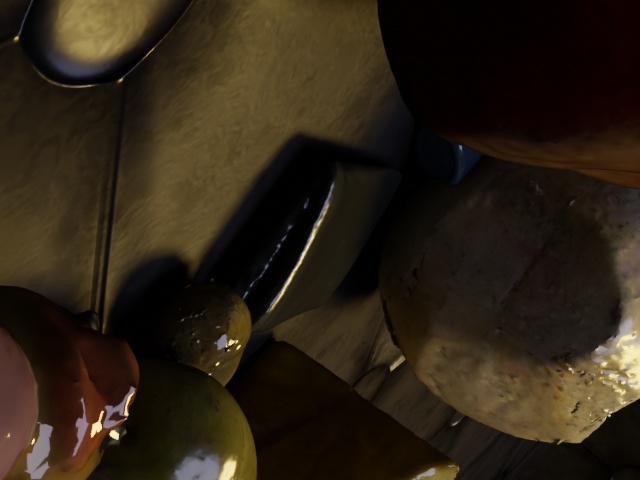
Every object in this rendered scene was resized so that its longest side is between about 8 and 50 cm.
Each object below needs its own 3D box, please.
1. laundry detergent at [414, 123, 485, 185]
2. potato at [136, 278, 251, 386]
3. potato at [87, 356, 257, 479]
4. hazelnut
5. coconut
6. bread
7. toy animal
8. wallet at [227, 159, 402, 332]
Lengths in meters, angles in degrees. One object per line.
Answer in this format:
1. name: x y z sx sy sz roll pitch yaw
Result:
1. laundry detergent: 0.178 -0.146 1.344 0.206 0.061 0.096 -43 152 -22
2. potato: -0.103 0.084 1.115 0.092 0.070 0.138 -17 156 -29
3. potato: -0.145 0.177 1.058 0.228 0.197 0.148 77 21 -55
4. hazelnut: 0.228 -0.193 0.947 0.359 0.359 0.409 -56 168 17
5. coconut: 0.237 0.046 1.455 0.352 0.353 0.352 -43 160 -20
6. bread: -0.082 0.315 1.366 0.362 0.245 0.233 -44 162 -30
7. toy animal: -0.212 0.097 0.775 0.169 0.195 0.281 -15 173 28
8. wallet: 0.000 0.000 1.241 0.168 0.052 0.245 -57 167 11
